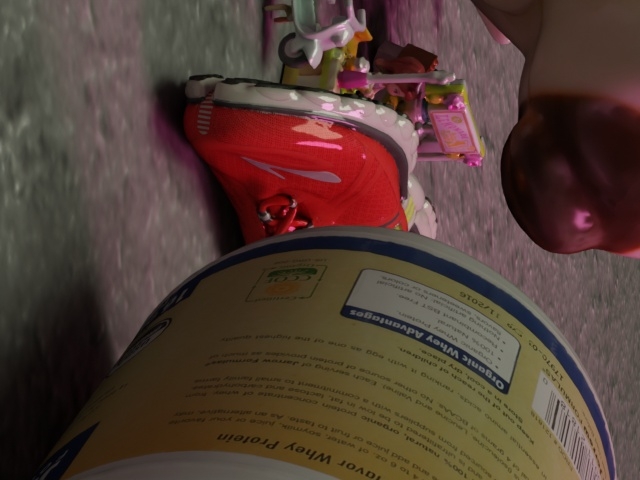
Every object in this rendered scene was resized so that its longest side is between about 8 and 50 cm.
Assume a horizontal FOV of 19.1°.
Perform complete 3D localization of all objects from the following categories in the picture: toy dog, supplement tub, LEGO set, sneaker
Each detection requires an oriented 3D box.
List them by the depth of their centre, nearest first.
[{"bbox_3d":[-0.013,0.149,0.712,0.316,0.228,0.228,-59,145,-65],"label":"supplement tub"},{"bbox_3d":[0.000,0.000,1.008,0.279,0.107,0.118,49,52,-62],"label":"sneaker"},{"bbox_3d":[0.057,-0.090,1.180,0.287,0.107,0.132,28,63,-71],"label":"LEGO set"},{"bbox_3d":[0.182,-0.181,1.248,0.395,0.284,0.408,-56,-136,49],"label":"toy dog"}]
